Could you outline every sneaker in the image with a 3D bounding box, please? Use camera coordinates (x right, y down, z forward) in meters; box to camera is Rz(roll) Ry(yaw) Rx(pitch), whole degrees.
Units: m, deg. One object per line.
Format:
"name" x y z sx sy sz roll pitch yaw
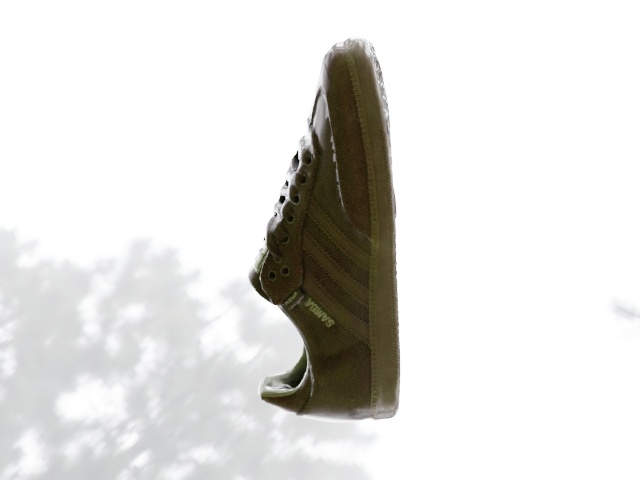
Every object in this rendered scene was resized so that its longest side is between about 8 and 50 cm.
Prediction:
"sneaker" 0.000 0.000 0.879 0.071 0.066 0.188 -3 -72 1
